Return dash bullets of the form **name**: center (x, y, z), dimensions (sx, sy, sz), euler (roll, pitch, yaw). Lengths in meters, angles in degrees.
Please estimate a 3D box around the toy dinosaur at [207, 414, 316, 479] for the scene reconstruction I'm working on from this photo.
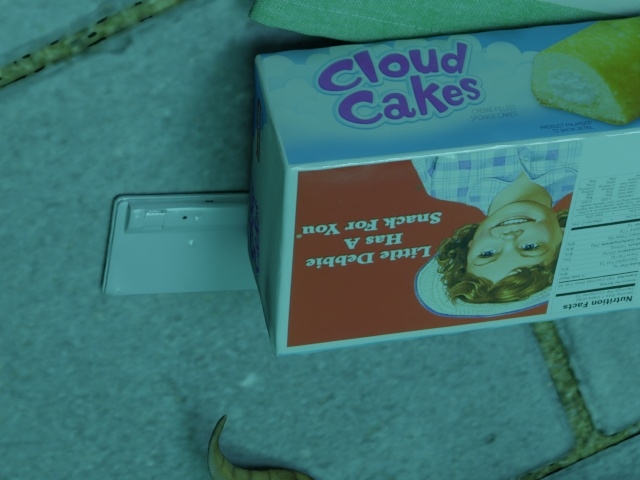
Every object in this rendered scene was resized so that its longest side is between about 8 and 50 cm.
- **toy dinosaur**: center (-0.037, 0.171, 1.259), dimensions (0.211, 0.064, 0.112), euler (26, 99, -46)

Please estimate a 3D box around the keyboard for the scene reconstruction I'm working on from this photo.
- **keyboard**: center (0.000, 0.000, 1.147), dimensions (0.256, 0.014, 0.072), euler (-2, 135, -19)

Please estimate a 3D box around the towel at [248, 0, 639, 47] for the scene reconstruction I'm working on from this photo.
- **towel**: center (0.130, -0.228, 0.980), dimensions (0.248, 0.038, 0.325), euler (8, 128, -25)

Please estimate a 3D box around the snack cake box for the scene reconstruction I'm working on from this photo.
- **snack cake box**: center (0.097, -0.031, 1.065), dimensions (0.264, 0.089, 0.152), euler (-7, 140, -11)
